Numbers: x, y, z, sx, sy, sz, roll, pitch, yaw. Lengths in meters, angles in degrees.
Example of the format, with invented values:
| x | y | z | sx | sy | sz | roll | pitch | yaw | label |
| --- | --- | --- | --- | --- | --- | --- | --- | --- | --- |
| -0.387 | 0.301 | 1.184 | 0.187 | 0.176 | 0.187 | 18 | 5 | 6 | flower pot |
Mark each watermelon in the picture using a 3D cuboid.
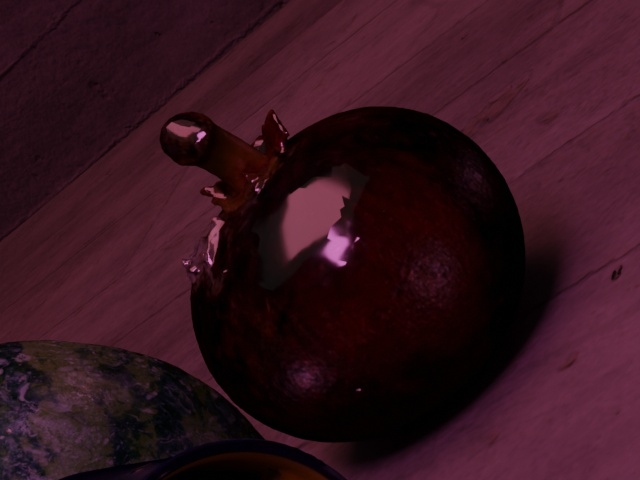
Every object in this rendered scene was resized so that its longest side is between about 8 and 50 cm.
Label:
| x | y | z | sx | sy | sz | roll | pitch | yaw | label |
| --- | --- | --- | --- | --- | --- | --- | --- | --- | --- |
| -0.177 | 0.198 | 1.207 | 0.260 | 0.256 | 0.176 | -72 | 8 | -57 | watermelon |

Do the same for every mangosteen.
| x | y | z | sx | sy | sz | roll | pitch | yaw | label |
| --- | --- | --- | --- | --- | --- | --- | --- | --- | --- |
| 0.000 | 0.000 | 1.151 | 0.235 | 0.261 | 0.235 | -43 | 16 | 16 | mangosteen |

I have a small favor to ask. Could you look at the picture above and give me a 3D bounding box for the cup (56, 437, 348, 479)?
| x | y | z | sx | sy | sz | roll | pitch | yaw | label |
| --- | --- | --- | --- | --- | --- | --- | --- | --- | --- |
| -0.113 | 0.240 | 0.996 | 0.255 | 0.178 | 0.256 | -51 | 13 | -25 | cup |
